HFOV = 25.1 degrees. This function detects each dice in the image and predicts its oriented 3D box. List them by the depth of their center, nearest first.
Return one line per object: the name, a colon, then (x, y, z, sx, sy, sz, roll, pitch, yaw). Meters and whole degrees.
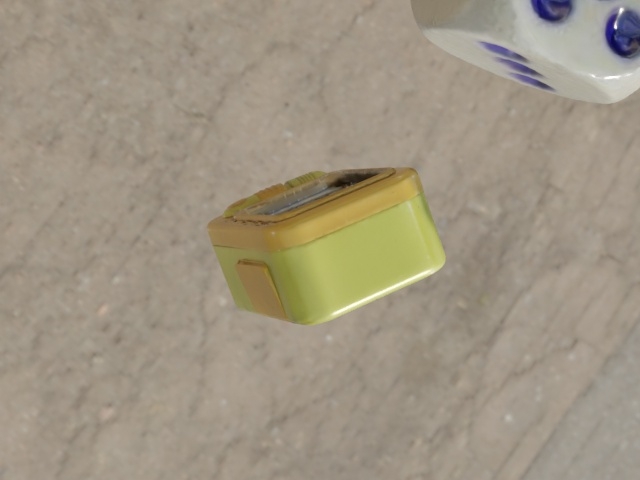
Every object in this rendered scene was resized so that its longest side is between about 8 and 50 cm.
dice: (0.270, -0.314, 1.712, 0.251, 0.259, 0.243, 21, 88, -21)

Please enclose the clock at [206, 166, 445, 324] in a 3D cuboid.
clock: (0.000, 0.000, 1.187, 0.143, 0.202, 0.096, -21, 100, -20)
